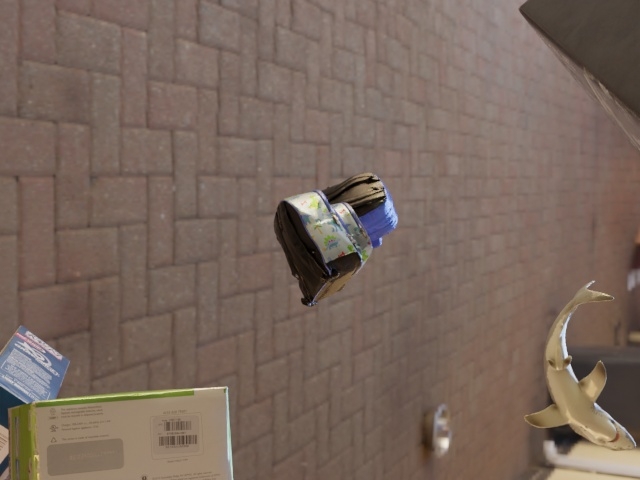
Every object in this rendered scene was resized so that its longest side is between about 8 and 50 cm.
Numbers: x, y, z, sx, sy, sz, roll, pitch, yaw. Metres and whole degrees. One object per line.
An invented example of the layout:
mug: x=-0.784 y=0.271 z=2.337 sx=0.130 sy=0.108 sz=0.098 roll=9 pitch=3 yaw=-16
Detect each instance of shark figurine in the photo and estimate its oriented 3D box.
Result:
shark figurine: x=0.407 y=0.209 z=1.519 sx=0.116 sy=0.166 sz=0.278 roll=38 pitch=45 yaw=-76

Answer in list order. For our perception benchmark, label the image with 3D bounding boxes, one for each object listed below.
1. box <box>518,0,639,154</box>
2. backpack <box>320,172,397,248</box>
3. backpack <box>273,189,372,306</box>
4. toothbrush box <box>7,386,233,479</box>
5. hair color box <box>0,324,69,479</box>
box: x=0.563 y=-0.166 z=1.163 sx=0.471 sy=0.297 sz=0.480 roll=42 pitch=16 yaw=-26
backpack: x=0.046 y=-0.033 z=1.289 sx=0.101 sy=0.120 sz=0.098 roll=55 pitch=7 yaw=-46
backpack: x=0.000 y=0.000 z=1.072 sx=0.084 sy=0.105 sz=0.114 roll=-24 pitch=73 yaw=-25
toothbrush box: x=-0.240 y=0.239 z=1.058 sx=0.206 sy=0.283 sz=0.122 roll=0 pitch=78 yaw=-23
hair color box: x=-0.468 y=0.250 z=1.343 sx=0.174 sy=0.105 sz=0.347 roll=-52 pitch=-168 yaw=-2
